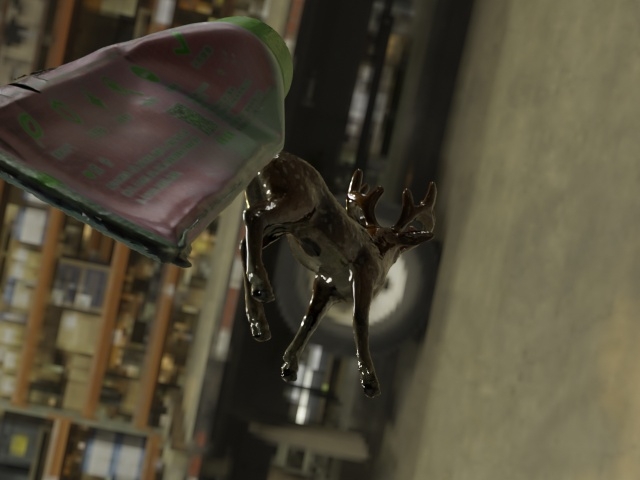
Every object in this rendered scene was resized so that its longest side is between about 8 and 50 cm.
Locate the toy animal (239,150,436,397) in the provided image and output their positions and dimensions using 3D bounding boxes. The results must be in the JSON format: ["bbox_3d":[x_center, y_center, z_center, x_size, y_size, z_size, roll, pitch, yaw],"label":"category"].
[{"bbox_3d":[0.018,-0.003,1.187,0.243,0.087,0.260,58,-148,-41],"label":"toy animal"}]

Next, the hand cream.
[{"bbox_3d":[-0.056,-0.046,0.556,0.275,0.079,0.050,-58,-30,-73],"label":"hand cream"}]
